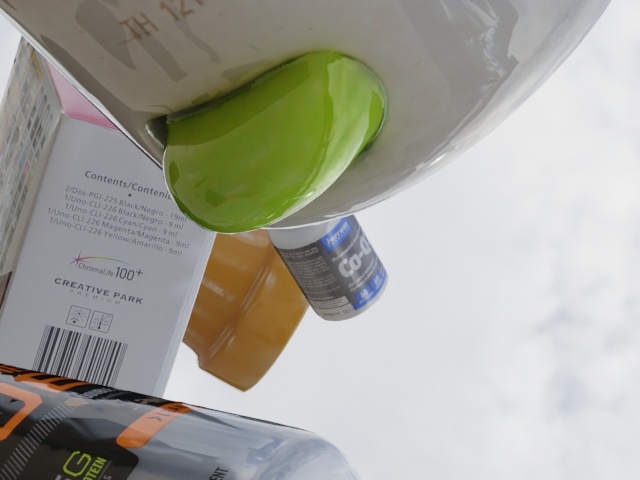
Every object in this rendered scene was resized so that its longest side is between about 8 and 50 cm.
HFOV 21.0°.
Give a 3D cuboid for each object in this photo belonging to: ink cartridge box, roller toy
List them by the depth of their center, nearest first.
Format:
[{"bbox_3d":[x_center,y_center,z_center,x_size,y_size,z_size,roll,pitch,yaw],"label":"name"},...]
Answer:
[{"bbox_3d":[-0.009,-0.115,0.540,0.146,0.191,0.209,45,2,-26],"label":"roller toy"},{"bbox_3d":[-0.165,-0.056,1.276,0.309,0.130,0.272,-127,-126,-67],"label":"ink cartridge box"}]

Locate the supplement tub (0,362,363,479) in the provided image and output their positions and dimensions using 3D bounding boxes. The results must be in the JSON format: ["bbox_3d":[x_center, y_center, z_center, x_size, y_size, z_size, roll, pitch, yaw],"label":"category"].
[{"bbox_3d":[-0.157,0.170,0.892,0.338,0.207,0.207,9,-69,24],"label":"supplement tub"}]

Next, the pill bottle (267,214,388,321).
[{"bbox_3d":[0.000,0.000,1.553,0.078,0.078,0.137,33,-22,54],"label":"pill bottle"}]

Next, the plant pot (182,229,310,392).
[{"bbox_3d":[-0.115,0.028,1.814,0.205,0.188,0.205,-58,-169,18],"label":"plant pot"}]
